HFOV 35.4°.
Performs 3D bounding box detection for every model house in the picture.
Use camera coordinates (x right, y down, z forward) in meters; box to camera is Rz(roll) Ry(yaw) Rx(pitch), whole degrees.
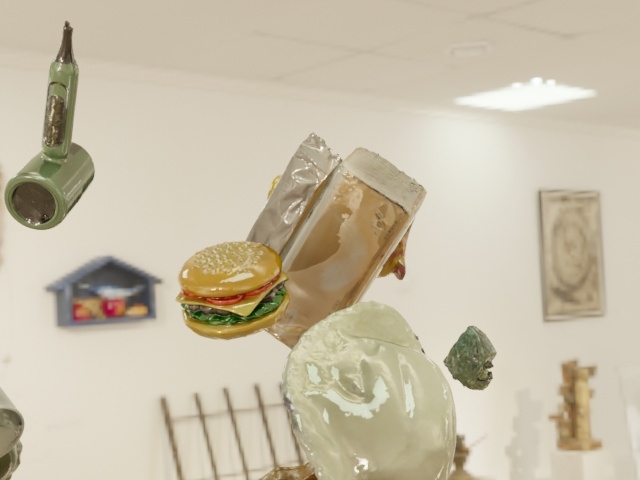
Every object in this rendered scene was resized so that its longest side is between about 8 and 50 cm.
[{"bbox_3d":[0.253,0.190,1.631,0.066,0.083,0.079,-4,43,-48],"label":"model house"}]

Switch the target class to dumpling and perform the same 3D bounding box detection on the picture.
[{"bbox_3d":[0.047,0.203,1.198,0.227,0.175,0.243,21,23,-25],"label":"dumpling"}]

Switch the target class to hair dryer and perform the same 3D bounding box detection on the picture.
[{"bbox_3d":[-0.188,-0.086,0.713,0.047,0.150,0.071,13,29,1],"label":"hair dryer"}]

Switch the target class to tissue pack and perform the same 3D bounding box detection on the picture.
[{"bbox_3d":[0.000,0.000,1.644,0.239,0.305,0.238,27,20,-11],"label":"tissue pack"}]

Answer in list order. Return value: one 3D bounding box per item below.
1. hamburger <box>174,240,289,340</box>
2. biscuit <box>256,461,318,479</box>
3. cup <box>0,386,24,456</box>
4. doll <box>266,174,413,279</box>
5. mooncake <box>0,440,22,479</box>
[{"bbox_3d":[-0.123,0.069,1.397,0.162,0.115,0.162,-7,24,3],"label":"hamburger"},{"bbox_3d":[-0.033,0.362,1.335,0.215,0.182,0.034,-10,35,-3],"label":"biscuit"},{"bbox_3d":[-0.364,0.182,1.053,0.074,0.104,0.116,-26,47,-27],"label":"cup"},{"bbox_3d":[0.033,-0.016,1.857,0.270,0.166,0.162,10,-2,2],"label":"doll"},{"bbox_3d":[-0.611,0.341,1.435,0.356,0.194,0.356,-37,-7,-5],"label":"mooncake"}]
